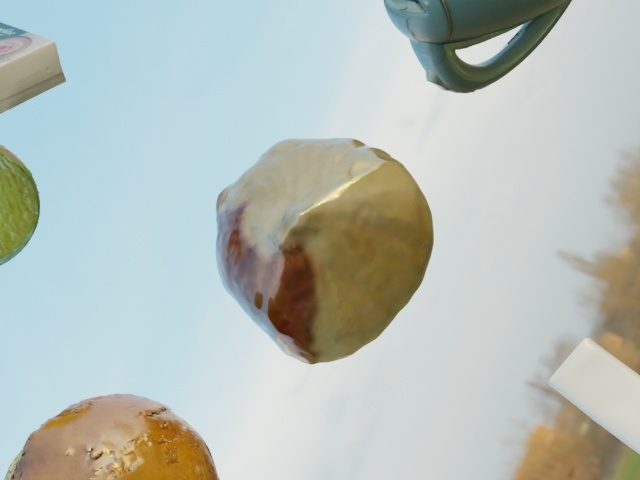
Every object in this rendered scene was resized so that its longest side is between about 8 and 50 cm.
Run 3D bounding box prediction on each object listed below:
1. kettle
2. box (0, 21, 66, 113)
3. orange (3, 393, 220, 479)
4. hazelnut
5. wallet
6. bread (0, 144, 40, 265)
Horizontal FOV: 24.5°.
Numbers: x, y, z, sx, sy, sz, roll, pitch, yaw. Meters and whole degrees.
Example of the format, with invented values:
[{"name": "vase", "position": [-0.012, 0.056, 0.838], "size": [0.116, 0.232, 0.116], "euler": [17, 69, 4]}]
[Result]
[{"name": "kettle", "position": [0.252, -0.383, 2.178], "size": [0.342, 0.247, 0.319], "euler": [-37, -52, -18]}, {"name": "box", "position": [-0.524, -0.283, 2.396], "size": [0.135, 0.199, 0.081], "euler": [-32, -53, -30]}, {"name": "orange", "position": [-0.223, 0.281, 1.591], "size": [0.240, 0.240, 0.240], "euler": [22, -90, -80]}, {"name": "hazelnut", "position": [0.000, 0.000, 1.656], "size": [0.261, 0.261, 0.241], "euler": [-66, -27, -10]}, {"name": "wallet", "position": [0.277, 0.148, 1.364], "size": [0.061, 0.122, 0.025], "euler": [-46, -22, -16]}, {"name": "bread", "position": [-0.446, -0.056, 1.768], "size": [0.033, 0.228, 0.228], "euler": [-82, 5, -54]}]
